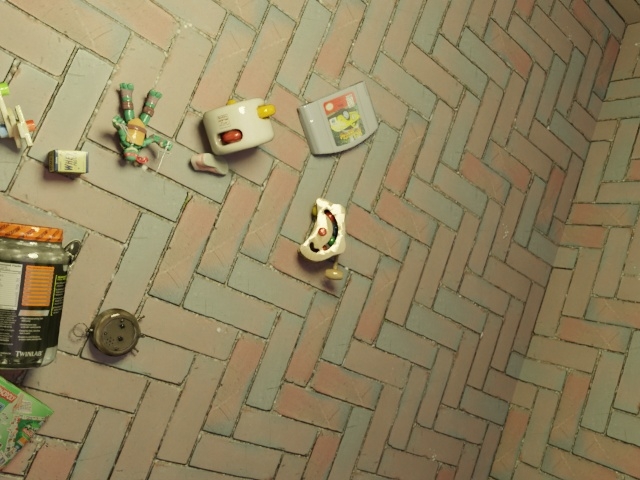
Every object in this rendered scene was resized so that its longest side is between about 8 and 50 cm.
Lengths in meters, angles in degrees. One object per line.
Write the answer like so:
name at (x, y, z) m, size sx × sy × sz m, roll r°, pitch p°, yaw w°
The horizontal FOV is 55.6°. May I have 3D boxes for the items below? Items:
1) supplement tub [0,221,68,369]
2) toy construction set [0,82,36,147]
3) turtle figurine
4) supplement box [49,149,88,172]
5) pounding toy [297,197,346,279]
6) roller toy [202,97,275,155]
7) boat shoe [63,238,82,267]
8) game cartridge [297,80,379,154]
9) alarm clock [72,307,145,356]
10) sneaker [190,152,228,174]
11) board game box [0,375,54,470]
supplement tub at (-0.734, 0.129, 1.477) m, size 0.207 × 0.207 × 0.337 m, roll 8°, pitch 88°, yaw -35°
toy construction set at (-0.839, -0.290, 1.408) m, size 0.328 × 0.151 × 0.215 m, roll -16°, pitch 78°, yaw -40°
turtle figurine at (-0.503, -0.304, 1.660) m, size 0.175 × 0.118 × 0.234 m, roll 16°, pitch 69°, yaw -49°
supplement box at (-0.656, -0.204, 1.580) m, size 0.083 × 0.083 × 0.056 m, roll -1°, pitch 93°, yaw -33°
pounding toy at (0.000, 0.000, 2.057) m, size 0.154 × 0.155 × 0.269 m, roll 1°, pitch 83°, yaw -6°
roller toy at (-0.242, -0.342, 1.786) m, size 0.191 × 0.209 × 0.146 m, roll -22°, pitch 105°, yaw -25°
boat shoe at (-0.678, 0.050, 1.612) m, size 0.046 × 0.038 × 0.125 m, roll 47°, pitch 68°, yaw -28°
game cartridge at (0.071, -0.413, 2.086) m, size 0.294 × 0.060 × 0.196 m, roll -30°, pitch 114°, yaw -29°
alarm clock at (-0.585, 0.254, 1.680) m, size 0.192 × 0.064 × 0.129 m, roll 10°, pitch 88°, yaw -31°
sneaker at (-0.337, -0.231, 1.826) m, size 0.134 × 0.070 × 0.050 m, roll 19°, pitch 72°, yaw -63°
board game box at (-0.790, 0.440, 1.439) m, size 0.213 × 0.046 × 0.317 m, roll -52°, pitch 159°, yaw -24°
